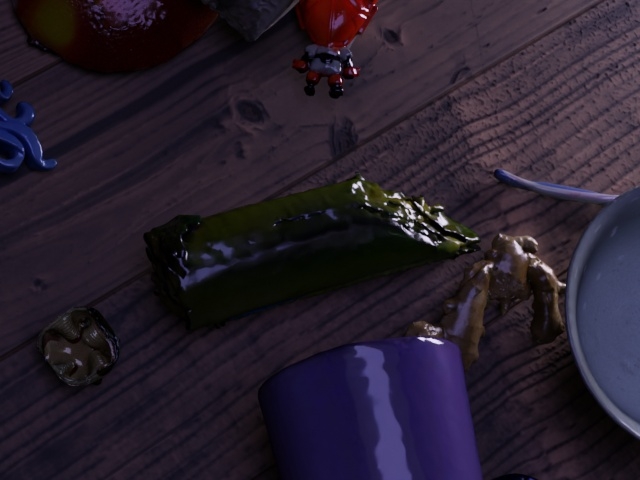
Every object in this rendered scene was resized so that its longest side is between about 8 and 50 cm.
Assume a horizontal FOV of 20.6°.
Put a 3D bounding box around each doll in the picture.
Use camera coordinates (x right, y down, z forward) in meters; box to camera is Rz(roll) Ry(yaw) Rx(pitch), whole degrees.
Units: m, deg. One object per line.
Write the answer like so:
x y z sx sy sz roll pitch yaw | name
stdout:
-0.366 -0.137 1.864 0.206 0.067 0.110 41 54 -13 | doll
0.013 -0.244 1.995 0.109 0.057 0.169 5 62 8 | doll

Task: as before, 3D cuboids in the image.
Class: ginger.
0.183 0.073 1.960 0.193 0.052 0.176 15 75 -23 | ginger

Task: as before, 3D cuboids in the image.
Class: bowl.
0.391 0.101 1.958 0.313 0.146 0.313 4 73 -13 | bowl

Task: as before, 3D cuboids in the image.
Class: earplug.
0.085 0.335 1.742 0.215 0.215 0.456 -6 69 -17 | earplug

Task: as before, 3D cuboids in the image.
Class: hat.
-0.248 0.112 1.828 0.076 0.059 0.077 -34 80 -5 | hat

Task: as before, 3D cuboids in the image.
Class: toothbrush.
0.329 -0.052 2.050 0.269 0.021 0.027 10 67 -12 | toothbrush

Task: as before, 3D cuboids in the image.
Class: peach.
-0.202 -0.289 1.948 0.279 0.068 0.189 -28 86 -21 | peach

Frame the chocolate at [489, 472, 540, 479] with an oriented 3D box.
0.276 0.333 1.860 0.343 0.148 0.126 41 83 -3 | chocolate

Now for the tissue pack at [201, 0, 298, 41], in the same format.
0.011 -0.396 1.921 0.125 0.242 0.344 38 61 -7 | tissue pack

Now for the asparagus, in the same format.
0.000 0.000 1.899 0.382 0.108 0.128 -15 94 -21 | asparagus
